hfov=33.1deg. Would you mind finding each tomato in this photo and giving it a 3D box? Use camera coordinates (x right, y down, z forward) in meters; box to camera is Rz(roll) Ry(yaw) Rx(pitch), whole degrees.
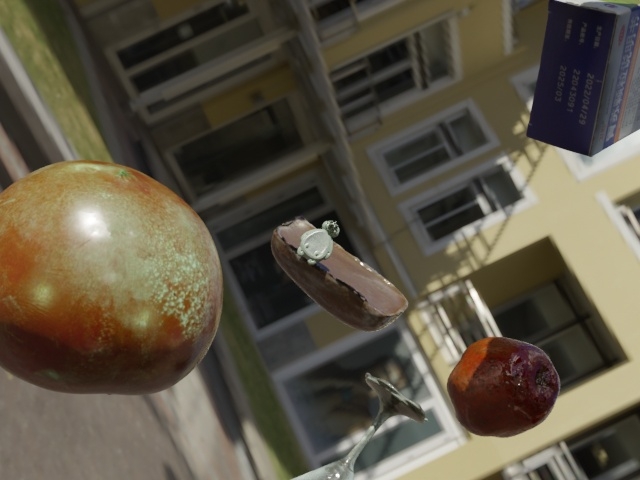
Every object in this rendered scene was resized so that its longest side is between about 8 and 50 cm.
[{"bbox_3d":[-0.229,0.030,1.119,0.270,0.270,0.223,-121,-137,-65],"label":"tomato"}]

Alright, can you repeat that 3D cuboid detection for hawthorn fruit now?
[{"bbox_3d":[0.313,0.251,1.828,0.189,0.189,0.189,154,-90,-87],"label":"hawthorn fruit"}]

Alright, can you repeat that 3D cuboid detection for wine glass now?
[{"bbox_3d":[0.040,0.254,1.256,0.122,0.183,0.122,38,-12,10],"label":"wine glass"}]

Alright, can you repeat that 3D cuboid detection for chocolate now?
[{"bbox_3d":[0.021,0.070,1.805,0.261,0.083,0.161,38,19,15],"label":"chocolate"}]

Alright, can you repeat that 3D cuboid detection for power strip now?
[{"bbox_3d":[0.000,0.000,1.710,0.055,0.083,0.035,40,-25,3],"label":"power strip"}]

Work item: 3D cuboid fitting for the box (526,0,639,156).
[{"bbox_3d":[0.419,-0.257,1.518,0.106,0.299,0.200,24,-58,33],"label":"box"}]
